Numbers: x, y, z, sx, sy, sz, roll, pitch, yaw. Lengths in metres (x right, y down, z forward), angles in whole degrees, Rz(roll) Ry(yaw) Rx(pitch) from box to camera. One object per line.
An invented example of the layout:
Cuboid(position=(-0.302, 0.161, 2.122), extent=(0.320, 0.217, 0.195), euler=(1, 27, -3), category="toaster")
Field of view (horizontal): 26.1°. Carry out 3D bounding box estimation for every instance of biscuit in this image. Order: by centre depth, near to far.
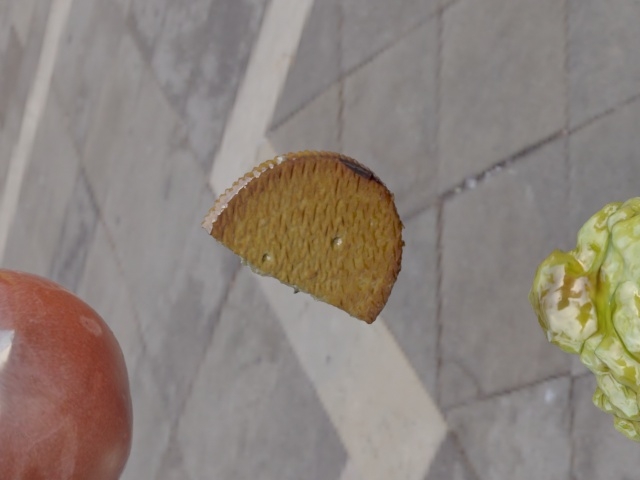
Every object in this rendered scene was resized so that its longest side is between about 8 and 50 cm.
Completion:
Cuboid(position=(0.001, -0.012, 1.162), extent=(0.126, 0.206, 0.025), euler=(-57, 37, 4), category="biscuit")

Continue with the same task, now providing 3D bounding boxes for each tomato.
Cuboid(position=(-0.359, 0.187, 1.521), extent=(0.321, 0.321, 0.321), euler=(-37, 47, 56), category="tomato")

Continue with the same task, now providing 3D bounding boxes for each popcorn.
Cuboid(position=(0.303, 0.072, 1.233), extent=(0.206, 0.237, 0.251), euler=(-59, 20, -16), category="popcorn")
